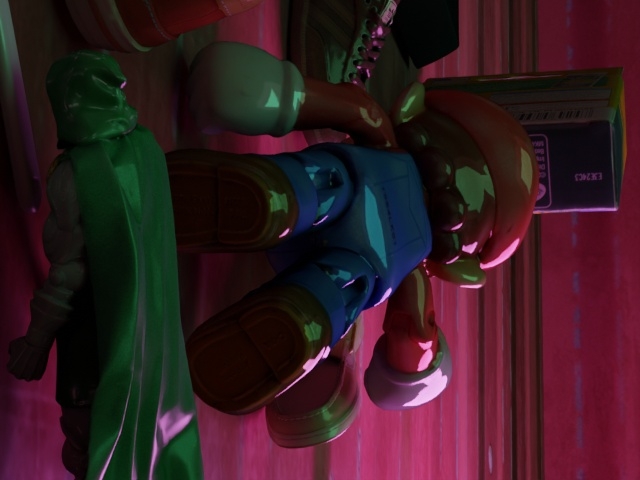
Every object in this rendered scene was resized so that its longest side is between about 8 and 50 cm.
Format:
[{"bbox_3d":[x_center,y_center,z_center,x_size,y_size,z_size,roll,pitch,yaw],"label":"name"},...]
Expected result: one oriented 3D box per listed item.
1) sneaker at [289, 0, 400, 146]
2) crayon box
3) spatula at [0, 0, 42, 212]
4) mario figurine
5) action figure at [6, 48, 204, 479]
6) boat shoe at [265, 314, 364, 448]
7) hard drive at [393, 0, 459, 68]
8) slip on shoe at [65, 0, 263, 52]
[{"bbox_3d":[0.019,-0.152,1.199,0.066,0.071,0.188,39,49,-74],"label":"sneaker"},{"bbox_3d":[0.175,-0.093,1.578,0.323,0.203,0.083,-50,136,-72],"label":"crayon box"},{"bbox_3d":[-0.142,-0.102,0.604,0.168,0.019,0.242,-72,158,-68],"label":"spatula"},{"bbox_3d":[0.000,0.000,0.975,0.320,0.170,0.198,-20,132,-61],"label":"mario figurine"},{"bbox_3d":[-0.087,0.038,0.701,0.137,0.063,0.232,-41,131,-73],"label":"action figure"},{"bbox_3d":[-0.007,0.067,1.072,0.170,0.063,0.059,-83,160,-64],"label":"boat shoe"},{"bbox_3d":[0.087,-0.282,1.570,0.254,0.054,0.172,59,31,-65],"label":"hard drive"},{"bbox_3d":[-0.058,-0.243,0.815,0.123,0.101,0.331,56,32,-64],"label":"slip on shoe"}]
